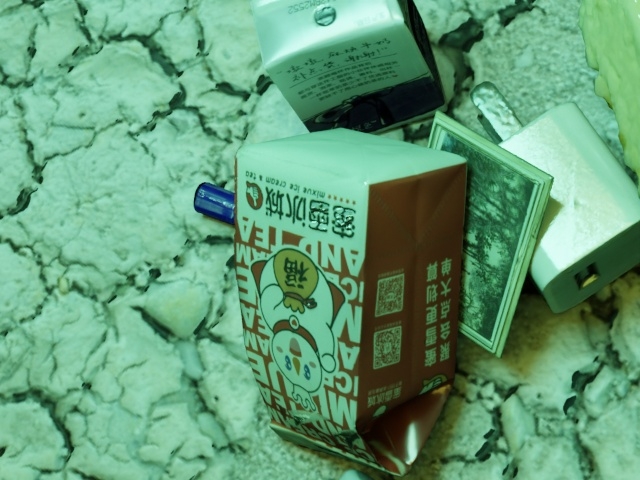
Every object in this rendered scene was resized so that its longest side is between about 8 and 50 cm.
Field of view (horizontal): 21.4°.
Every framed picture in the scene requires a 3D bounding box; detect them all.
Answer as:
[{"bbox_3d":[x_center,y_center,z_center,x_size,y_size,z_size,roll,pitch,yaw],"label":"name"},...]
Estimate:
[{"bbox_3d":[0.130,-0.004,1.505,0.142,0.011,0.183,34,123,37],"label":"framed picture"}]

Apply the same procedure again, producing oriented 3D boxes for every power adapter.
[{"bbox_3d":[0.202,-0.056,1.539,0.125,0.130,0.205,-35,68,4],"label":"power adapter"}]

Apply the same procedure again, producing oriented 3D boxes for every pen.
[{"bbox_3d":[0.000,0.001,1.627,0.269,0.033,0.033,20,80,18],"label":"pen"}]

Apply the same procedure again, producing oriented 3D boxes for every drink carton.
[{"bbox_3d":[0.027,-0.180,1.569,0.134,0.222,0.102,-15,71,10],"label":"drink carton"}]

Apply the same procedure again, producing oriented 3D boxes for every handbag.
[{"bbox_3d":[0.023,0.058,1.517,0.171,0.151,0.298,16,112,40],"label":"handbag"}]

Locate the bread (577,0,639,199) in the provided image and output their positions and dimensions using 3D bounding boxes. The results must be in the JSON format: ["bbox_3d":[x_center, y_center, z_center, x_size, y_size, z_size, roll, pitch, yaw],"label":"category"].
[{"bbox_3d":[0.456,-0.136,1.378,0.390,0.279,0.371,-14,66,-8],"label":"bread"}]

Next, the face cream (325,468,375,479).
[{"bbox_3d":[0.025,0.261,1.514,0.091,0.091,0.095,42,95,21],"label":"face cream"}]
